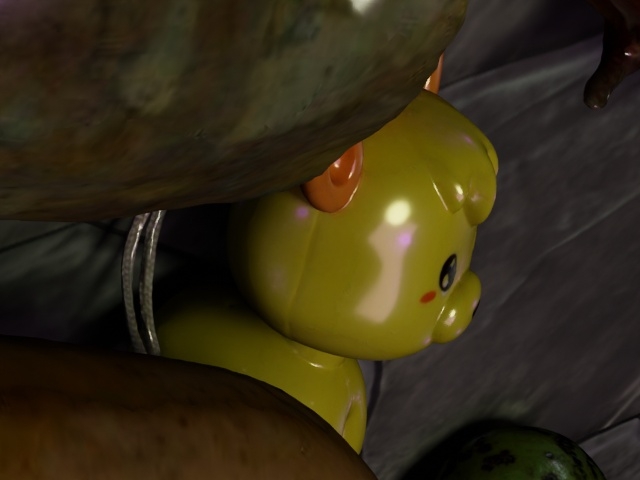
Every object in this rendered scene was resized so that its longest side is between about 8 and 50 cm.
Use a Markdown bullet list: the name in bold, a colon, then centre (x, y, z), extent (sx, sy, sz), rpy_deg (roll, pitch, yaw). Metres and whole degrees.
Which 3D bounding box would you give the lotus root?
- **lotus root**: centre (-0.081, -0.119, 0.455), extent (0.260, 0.149, 0.267), rpy_deg (-5, 130, -39)

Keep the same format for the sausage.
- **sausage**: centre (-0.180, 0.076, 0.512), extent (0.500, 0.136, 0.123), rpy_deg (10, 96, -30)

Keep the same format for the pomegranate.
- **pomegranate**: centre (0.092, 0.164, 0.973), extent (0.161, 0.122, 0.122), rpy_deg (-10, 156, 29)

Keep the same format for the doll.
- **doll**: centre (0.000, 0.000, 0.697), extent (0.143, 0.135, 0.221), rpy_deg (-44, 158, -57)

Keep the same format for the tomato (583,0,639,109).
- **tomato**: centre (0.259, -0.125, 0.691), extent (0.309, 0.170, 0.309), rpy_deg (-26, 159, -11)
